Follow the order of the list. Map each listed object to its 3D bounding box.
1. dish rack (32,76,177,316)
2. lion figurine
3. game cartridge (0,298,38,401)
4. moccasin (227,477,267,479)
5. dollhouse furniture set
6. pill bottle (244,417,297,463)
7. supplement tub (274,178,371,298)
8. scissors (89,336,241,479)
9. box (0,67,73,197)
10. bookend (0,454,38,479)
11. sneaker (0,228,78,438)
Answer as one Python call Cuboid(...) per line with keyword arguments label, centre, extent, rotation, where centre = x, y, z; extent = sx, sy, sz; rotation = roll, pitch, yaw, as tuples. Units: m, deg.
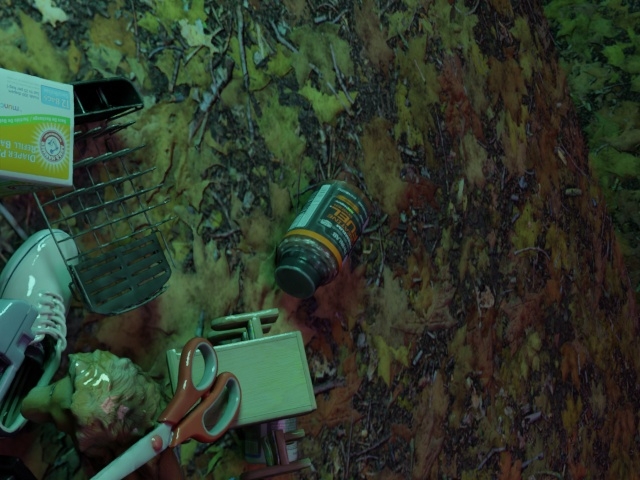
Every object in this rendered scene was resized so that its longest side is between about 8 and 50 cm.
Cuboid(label="dish rack", centre=(-0.254, -0.051, 1.096), extent=(0.208, 0.074, 0.271), rotation=(-31, 100, -63))
Cuboid(label="lion figurine", centre=(-0.192, 0.298, 1.021), extent=(0.142, 0.240, 0.392), rotation=(-26, 95, -18))
Cuboid(label="game cartridge", centre=(-0.392, 0.178, 0.831), extent=(0.060, 0.196, 0.294), rotation=(49, 50, -39))
Cuboid(label="moccasin", centre=(-0.105, 0.497, 1.244), extent=(0.138, 0.117, 0.341), rotation=(15, 74, -52))
Cuboid(label="dollhouse furniture set", centre=(-0.112, 0.202, 1.188), extent=(0.161, 0.242, 0.212), rotation=(-9, 74, -14))
Cuboid(label="pill bottle", centre=(-0.073, 0.254, 1.349), extent=(0.078, 0.078, 0.137), rotation=(7, 81, -53))
Cuboid(label="supplement tub", centre=(0.000, 0.000, 1.454), extent=(0.106, 0.106, 0.198), rotation=(59, 44, -31))
Cuboid(label="scissors", centre=(-0.154, 0.205, 0.933), extent=(0.109, 0.021, 0.297), rotation=(68, 26, -19))
Cuboid(label="box", centre=(-0.352, -0.099, 0.912), extent=(0.114, 0.203, 0.103), rotation=(6, 81, -53))
Cuboid(label="bookend", centre=(-0.348, 0.337, 0.976), extent=(0.156, 0.072, 0.157), rotation=(-52, 125, -42))
Cuboid(label="sneaker", centre=(-0.318, 0.104, 1.027), extent=(0.094, 0.091, 0.258), rotation=(39, 56, -44))
